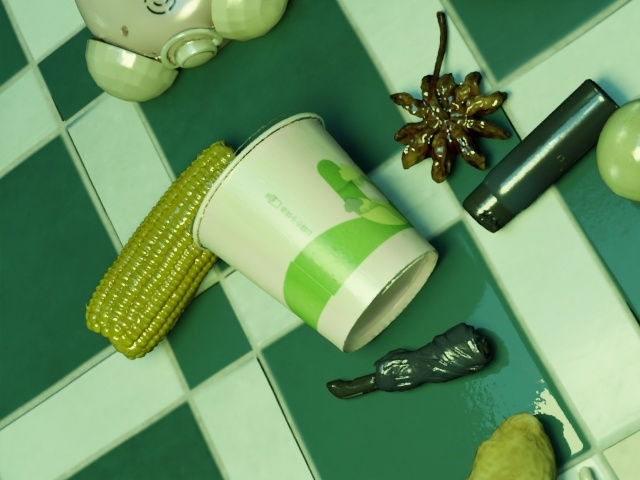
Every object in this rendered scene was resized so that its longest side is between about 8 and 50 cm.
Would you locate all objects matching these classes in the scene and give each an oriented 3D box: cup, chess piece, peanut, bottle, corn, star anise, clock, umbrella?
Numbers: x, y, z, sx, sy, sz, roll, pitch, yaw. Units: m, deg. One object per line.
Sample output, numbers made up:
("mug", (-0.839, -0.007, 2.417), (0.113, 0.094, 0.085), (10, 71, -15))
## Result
("cup", (0.000, 0.000, 1.869), (0.274, 0.253, 0.253), (44, 102, 17))
("chess piece", (0.498, -0.084, 1.684), (0.330, 0.182, 0.182), (21, 92, 31))
("peanut", (0.221, 0.343, 1.770), (0.253, 0.122, 0.137), (-57, 35, 5))
("bottle", (0.294, -0.110, 1.830), (0.244, 0.072, 0.082), (-45, 24, 13))
("corn", (-0.211, 0.011, 2.008), (0.131, 0.131, 0.344), (34, 85, 26))
("star anise", (0.161, -0.190, 1.908), (0.177, 0.073, 0.234), (-36, 61, 7))
("clock", (-0.234, -0.406, 2.077), (0.342, 0.184, 0.325), (-28, 76, 25))
("umbrella", (0.123, 0.178, 1.883), (0.248, 0.071, 0.070), (-24, 73, 28))

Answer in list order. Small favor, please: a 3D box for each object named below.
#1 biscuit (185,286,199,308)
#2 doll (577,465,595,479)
("biscuit", (-0.243, 0.061, 2.089), (0.131, 0.019, 0.102), (15, 90, 26))
("doll", (0.359, 0.367, 1.740), (0.135, 0.071, 0.113), (34, 78, 22))
